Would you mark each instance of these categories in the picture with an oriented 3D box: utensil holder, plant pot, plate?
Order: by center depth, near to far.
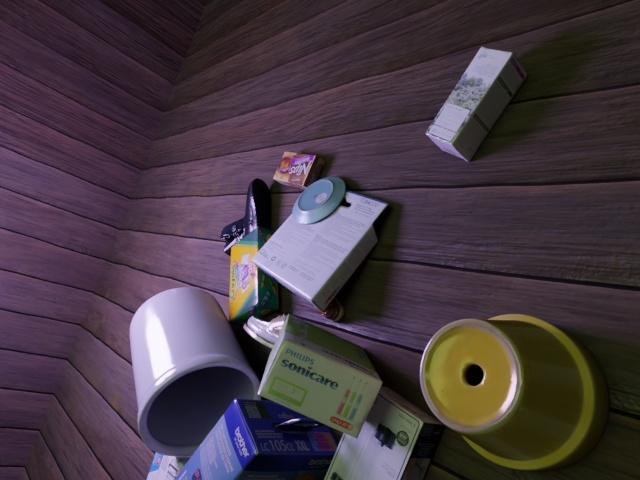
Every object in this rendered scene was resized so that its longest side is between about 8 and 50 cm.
[{"bbox_3d":[0.294,0.233,0.717,0.253,0.238,0.254,-23,56,37],"label":"plant pot"},{"bbox_3d":[-0.392,0.366,1.318,0.328,0.327,0.385,-56,39,10],"label":"utensil holder"},{"bbox_3d":[-0.011,-0.128,1.322,0.188,0.024,0.188,-24,39,21],"label":"plate"}]

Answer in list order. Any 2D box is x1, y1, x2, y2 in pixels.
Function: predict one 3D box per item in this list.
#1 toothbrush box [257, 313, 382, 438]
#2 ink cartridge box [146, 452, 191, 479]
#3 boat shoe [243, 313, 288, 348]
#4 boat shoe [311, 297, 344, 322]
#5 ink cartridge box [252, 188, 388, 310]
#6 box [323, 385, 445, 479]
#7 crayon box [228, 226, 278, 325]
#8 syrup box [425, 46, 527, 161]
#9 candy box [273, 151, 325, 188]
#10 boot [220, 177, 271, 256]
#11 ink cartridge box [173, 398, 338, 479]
[{"bbox_3d":[-0.005,0.272,0.948,0.283,0.206,0.122,160,135,-86],"label":"toothbrush box"},{"bbox_3d":[-0.357,0.694,1.232,0.232,0.168,0.172,3,73,47],"label":"ink cartridge box"},{"bbox_3d":[-0.089,0.260,1.223,0.302,0.113,0.104,18,83,39],"label":"boat shoe"},{"bbox_3d":[-0.002,0.154,1.212,0.064,0.060,0.178,-57,40,9],"label":"boat shoe"},{"bbox_3d":[0.000,0.000,1.261,0.330,0.071,0.324,-49,38,-12],"label":"ink cartridge box"},{"bbox_3d":[0.115,0.466,0.906,0.169,0.087,0.290,18,84,50],"label":"box"},{"bbox_3d":[-0.218,0.116,1.440,0.165,0.081,0.279,-33,49,38],"label":"crayon box"},{"bbox_3d":[0.363,-0.318,1.036,0.237,0.096,0.093,-57,42,8],"label":"syrup box"},{"bbox_3d":[-0.074,-0.236,1.499,0.186,0.053,0.109,21,86,51],"label":"candy box"},{"bbox_3d":[-0.279,-0.083,1.605,0.207,0.094,0.247,-24,60,33],"label":"boot"},{"bbox_3d":[-0.141,0.516,1.013,0.396,0.269,0.151,-55,43,12],"label":"ink cartridge box"}]
